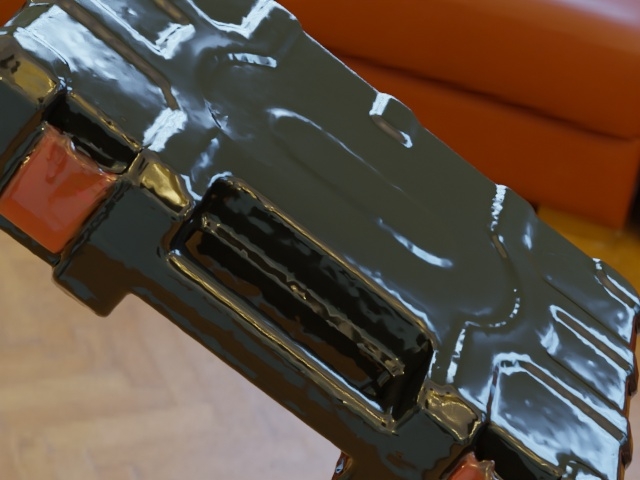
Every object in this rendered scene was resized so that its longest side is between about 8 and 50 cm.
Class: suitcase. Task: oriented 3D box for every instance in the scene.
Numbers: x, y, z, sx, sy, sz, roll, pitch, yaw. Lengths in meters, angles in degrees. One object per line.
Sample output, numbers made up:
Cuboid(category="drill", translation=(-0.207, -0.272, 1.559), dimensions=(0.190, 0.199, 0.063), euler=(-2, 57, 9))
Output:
Cuboid(category="suitcase", translation=(0.000, 0.000, 0.647), dimensions=(0.285, 0.066, 0.206), euler=(38, 27, -6))
